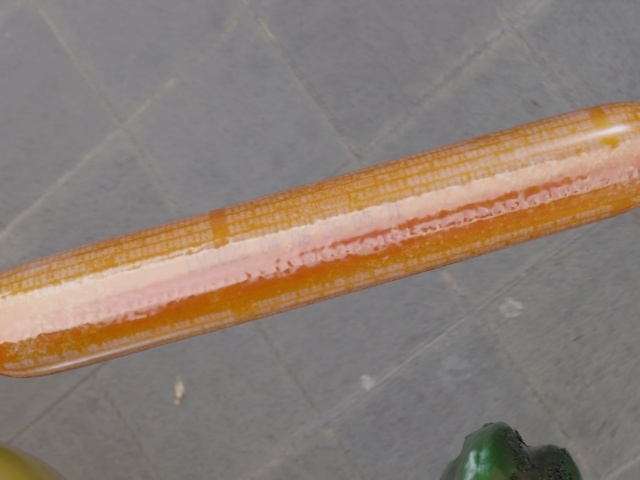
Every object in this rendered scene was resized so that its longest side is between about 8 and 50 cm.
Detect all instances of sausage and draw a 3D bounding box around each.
[{"bbox_3d":[0.000,0.000,0.518,0.347,0.053,0.053,-15,85,0],"label":"sausage"}]

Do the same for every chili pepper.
[{"bbox_3d":[0.208,0.311,1.273,0.174,0.261,0.165,-39,103,16],"label":"chili pepper"}]

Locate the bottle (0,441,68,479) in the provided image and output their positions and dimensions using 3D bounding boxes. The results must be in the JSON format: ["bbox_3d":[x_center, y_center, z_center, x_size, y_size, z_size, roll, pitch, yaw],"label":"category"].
[{"bbox_3d":[-0.165,0.227,0.392,0.171,0.351,0.172,5,135,5],"label":"bottle"}]
